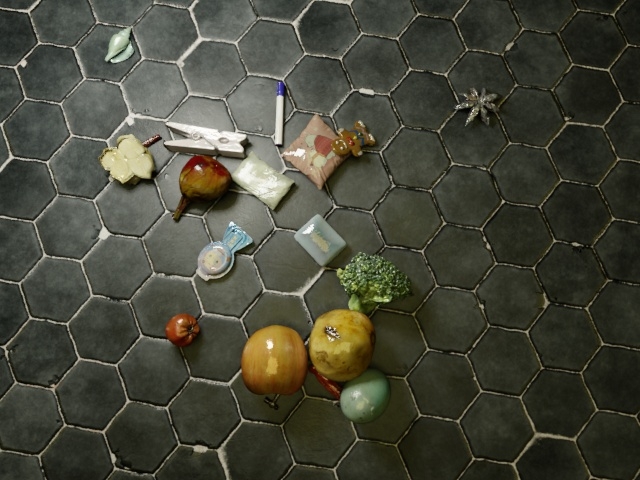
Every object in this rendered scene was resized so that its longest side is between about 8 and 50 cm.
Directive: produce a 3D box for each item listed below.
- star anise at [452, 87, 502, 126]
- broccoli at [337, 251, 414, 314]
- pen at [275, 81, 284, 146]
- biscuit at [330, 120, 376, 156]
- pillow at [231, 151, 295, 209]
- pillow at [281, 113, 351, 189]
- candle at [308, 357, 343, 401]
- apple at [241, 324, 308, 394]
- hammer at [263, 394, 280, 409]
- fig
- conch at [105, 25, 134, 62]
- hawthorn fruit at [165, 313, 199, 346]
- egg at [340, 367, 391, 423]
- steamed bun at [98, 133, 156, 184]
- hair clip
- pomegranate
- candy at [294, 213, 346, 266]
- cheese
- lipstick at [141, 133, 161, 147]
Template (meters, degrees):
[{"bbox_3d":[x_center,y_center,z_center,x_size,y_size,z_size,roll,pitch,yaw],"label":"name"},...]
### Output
[{"bbox_3d":[0.642,-0.547,1.744,0.205,0.061,0.180,4,84,0],"label":"star anise"},{"bbox_3d":[0.195,0.175,1.625,0.288,0.248,0.245,36,121,-6],"label":"broccoli"},{"bbox_3d":[-0.167,-0.516,1.755,0.033,0.033,0.268,1,84,0],"label":"pen"},{"bbox_3d":[0.127,-0.395,1.701,0.205,0.031,0.138,-32,85,-29],"label":"biscuit"},{"bbox_3d":[-0.233,-0.241,1.719,0.230,0.050,0.148,35,79,7],"label":"pillow"},{"bbox_3d":[-0.008,-0.351,1.711,0.223,0.084,0.236,39,84,2],"label":"pillow"},{"bbox_3d":[0.064,0.570,1.630,0.329,0.051,0.048,43,72,3],"label":"candle"},{"bbox_3d":[-0.169,0.438,1.568,0.242,0.242,0.240,1,70,0],"label":"apple"},{"bbox_3d":[-0.149,0.559,1.646,0.065,0.021,0.178,31,84,4],"label":"hammer"},{"bbox_3d":[-0.481,-0.195,1.649,0.191,0.190,0.290,42,84,4],"label":"fig"},{"bbox_3d":[-0.823,-0.808,1.779,0.065,0.088,0.180,33,92,47],"label":"conch"},{"bbox_3d":[-0.530,0.337,1.620,0.140,0.125,0.125,10,84,-1],"label":"hawthorn fruit"},{"bbox_3d":[0.164,0.558,1.548,0.169,0.236,0.169,10,112,24],"label":"egg"},{"bbox_3d":[-0.745,-0.313,1.695,0.177,0.106,0.192,-41,108,9],"label":"steamed bun"},{"bbox_3d":[-0.457,-0.397,1.715,0.331,0.085,0.101,8,75,4],"label":"hair clip"},{"bbox_3d":[0.074,0.375,1.547,0.261,0.260,0.260,0,84,0],"label":"pomegranate"},{"bbox_3d":[0.000,0.000,1.680,0.138,0.071,0.174,-43,86,-4],"label":"candy"},{"bbox_3d":[-0.387,0.050,1.684,0.135,0.052,0.244,42,86,4],"label":"cheese"},{"bbox_3d":[-0.728,-0.382,1.744,0.177,0.027,0.027,-31,85,-3],"label":"lipstick"}]
